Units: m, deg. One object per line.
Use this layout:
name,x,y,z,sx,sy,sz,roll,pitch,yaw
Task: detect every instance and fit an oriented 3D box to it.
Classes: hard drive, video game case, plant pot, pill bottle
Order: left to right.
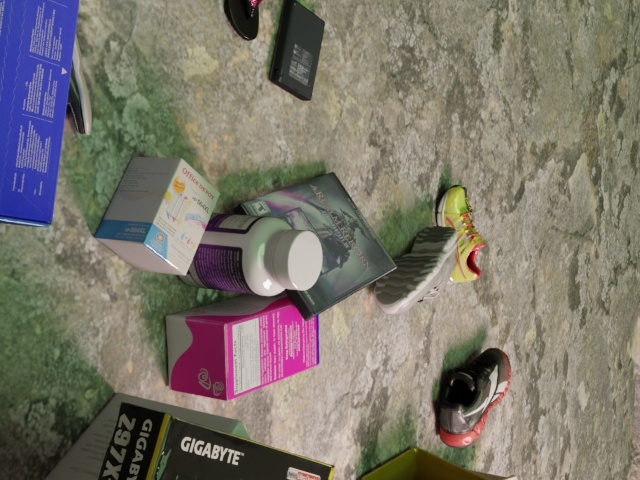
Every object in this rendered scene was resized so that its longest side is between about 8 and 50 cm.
pill bottle,-0.098,0.019,1.293,0.108,0.193,0.108,-10,103,-54
hard drive,-0.035,-0.300,1.499,0.094,0.022,0.135,22,76,-54
video game case,0.000,0.000,1.476,0.196,0.026,0.274,56,34,6
plant pot,0.199,0.543,1.795,0.212,0.212,0.187,-11,116,-55

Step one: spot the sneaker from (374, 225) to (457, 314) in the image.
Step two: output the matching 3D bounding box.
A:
sneaker,0.199,0.077,1.809,0.281,0.105,0.115,-39,125,-47

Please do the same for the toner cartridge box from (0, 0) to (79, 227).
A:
toner cartridge box,-0.351,-0.196,1.007,0.165,0.075,0.347,11,84,-54

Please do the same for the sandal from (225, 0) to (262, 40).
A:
sandal,-0.101,-0.382,1.376,0.067,0.040,0.179,0,93,-56

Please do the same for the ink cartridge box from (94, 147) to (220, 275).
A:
ink cartridge box,-0.205,-0.041,1.223,0.092,0.090,0.143,45,58,-48

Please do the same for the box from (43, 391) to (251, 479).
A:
box,-0.235,0.373,1.116,0.345,0.215,0.168,-52,134,-38

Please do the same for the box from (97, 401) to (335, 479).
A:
box,-0.122,0.335,1.020,0.322,0.079,0.257,35,67,-52

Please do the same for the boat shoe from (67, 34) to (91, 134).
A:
boat shoe,-0.297,-0.184,1.119,0.046,0.038,0.125,-111,-166,-65

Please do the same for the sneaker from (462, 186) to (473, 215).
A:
sneaker,0.309,-0.072,2.011,0.031,0.035,0.083,-1,95,-56

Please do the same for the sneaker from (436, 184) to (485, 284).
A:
sneaker,0.296,-0.012,1.950,0.081,0.094,0.208,-17,106,-52

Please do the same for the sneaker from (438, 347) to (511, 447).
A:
sneaker,0.332,0.310,2.034,0.276,0.098,0.135,-48,133,-39

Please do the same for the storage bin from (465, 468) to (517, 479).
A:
storage bin,0.295,0.628,1.997,0.262,0.123,0.260,9,86,-56

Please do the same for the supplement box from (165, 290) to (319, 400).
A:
supplement box,-0.107,0.145,1.367,0.220,0.111,0.114,-10,101,-54
